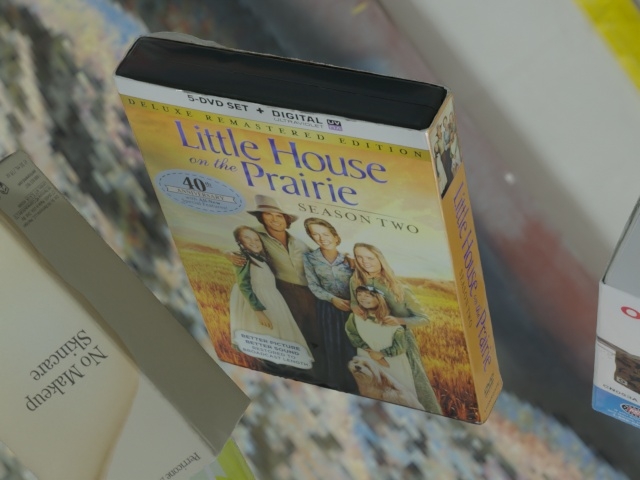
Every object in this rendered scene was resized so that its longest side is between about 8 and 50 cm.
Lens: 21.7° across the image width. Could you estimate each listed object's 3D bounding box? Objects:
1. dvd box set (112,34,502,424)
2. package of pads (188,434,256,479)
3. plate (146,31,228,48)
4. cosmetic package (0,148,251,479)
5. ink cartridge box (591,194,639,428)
[{"bbox_3d":[0.000,0.000,1.561,0.308,0.062,0.420,12,143,22],"label":"dvd box set"},{"bbox_3d":[-0.136,0.313,2.115,0.296,0.101,0.229,62,171,6],"label":"package of pads"},{"bbox_3d":[-0.023,-0.117,1.729,0.277,0.045,0.278,33,178,22],"label":"plate"},{"bbox_3d":[-0.228,0.093,1.459,0.160,0.113,0.309,-40,97,24],"label":"cosmetic package"},{"bbox_3d":[0.387,0.096,1.599,0.223,0.129,0.307,23,158,18],"label":"ink cartridge box"}]
